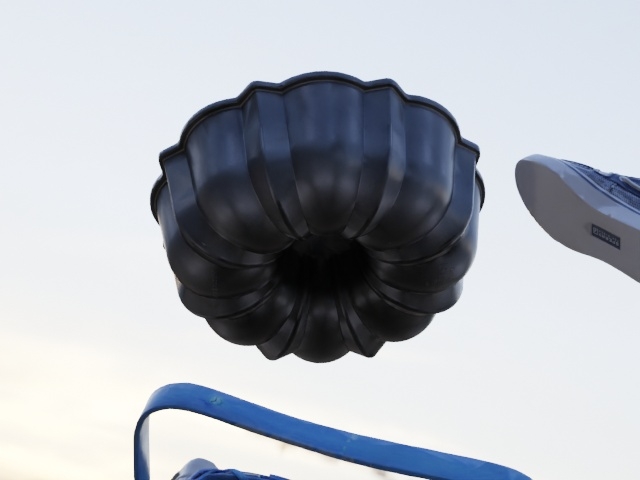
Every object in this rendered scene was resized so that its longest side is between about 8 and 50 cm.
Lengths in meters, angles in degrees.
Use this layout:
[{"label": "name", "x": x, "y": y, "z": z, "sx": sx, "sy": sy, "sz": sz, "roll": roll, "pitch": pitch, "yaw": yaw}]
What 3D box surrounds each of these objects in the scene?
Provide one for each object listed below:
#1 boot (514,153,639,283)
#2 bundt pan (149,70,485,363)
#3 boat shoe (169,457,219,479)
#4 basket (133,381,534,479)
[{"label": "boot", "x": 0.246, "y": -0.025, "z": 1.443, "sx": 0.190, "sy": 0.086, "sz": 0.069, "roll": 39, "pitch": -38, "yaw": 42}, {"label": "bundt pan", "x": 0.000, "y": 0.000, "z": 1.708, "sx": 0.331, "sy": 0.124, "sz": 0.331, "roll": -2, "pitch": -43, "yaw": -2}, {"label": "boat shoe", "x": -0.107, "y": 0.246, "z": 1.518, "sx": 0.083, "sy": 0.075, "sz": 0.226, "roll": 25, "pitch": -24, "yaw": -2}, {"label": "basket", "x": -0.002, "y": 0.230, "z": 1.150, "sx": 0.255, "sy": 0.201, "sz": 0.289, "roll": 15, "pitch": -57, "yaw": 8}]
